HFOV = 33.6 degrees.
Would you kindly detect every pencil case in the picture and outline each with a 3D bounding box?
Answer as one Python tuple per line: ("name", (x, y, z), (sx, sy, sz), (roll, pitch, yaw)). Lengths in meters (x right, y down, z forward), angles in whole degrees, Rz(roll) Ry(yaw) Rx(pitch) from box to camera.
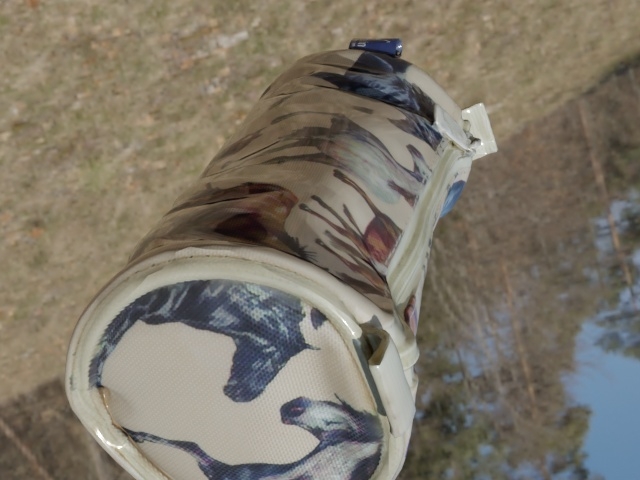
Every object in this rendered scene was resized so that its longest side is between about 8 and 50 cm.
("pencil case", (0.000, 0.000, 0.634), (0.183, 0.160, 0.410), (-22, -162, 20))
